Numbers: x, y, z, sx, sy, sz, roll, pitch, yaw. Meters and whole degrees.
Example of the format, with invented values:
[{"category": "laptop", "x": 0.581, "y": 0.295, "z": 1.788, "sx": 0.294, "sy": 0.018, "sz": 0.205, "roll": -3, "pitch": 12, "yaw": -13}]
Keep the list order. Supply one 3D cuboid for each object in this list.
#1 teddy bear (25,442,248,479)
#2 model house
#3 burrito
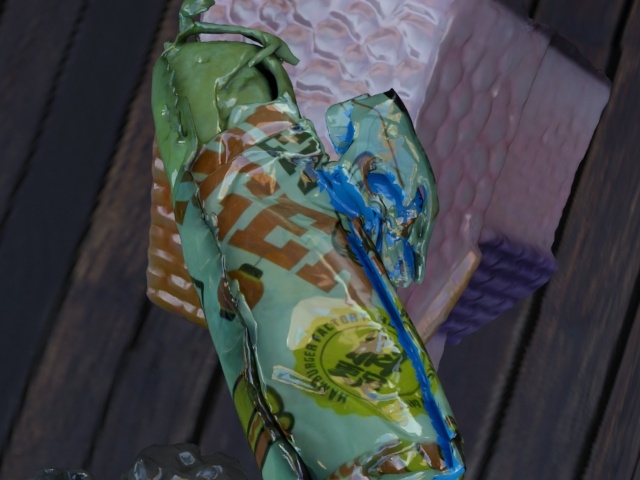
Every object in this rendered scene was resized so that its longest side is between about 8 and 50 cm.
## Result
[{"category": "teddy bear", "x": -0.231, "y": 0.270, "z": 1.002, "sx": 0.368, "sy": 0.357, "sz": 0.224, "roll": -12, "pitch": 86, "yaw": -26}, {"category": "model house", "x": 0.023, "y": -0.039, "z": 0.992, "sx": 0.202, "sy": 0.237, "sz": 0.237, "roll": 18, "pitch": 89, "yaw": 31}, {"category": "burrito", "x": 0.000, "y": 0.000, "z": 0.634, "sx": 0.104, "sy": 0.054, "sz": 0.288, "roll": -17, "pitch": 47, "yaw": -7}]
